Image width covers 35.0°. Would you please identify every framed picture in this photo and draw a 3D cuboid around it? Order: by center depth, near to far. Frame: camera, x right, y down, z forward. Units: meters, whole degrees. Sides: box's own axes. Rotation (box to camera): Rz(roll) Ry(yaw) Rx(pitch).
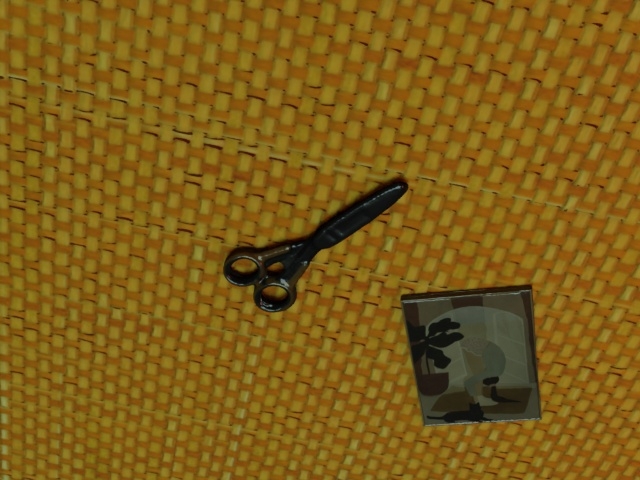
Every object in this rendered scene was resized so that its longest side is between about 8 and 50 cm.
[{"bbox_3d":[0.167,0.131,1.105,0.135,0.010,0.201,-5,129,11],"label":"framed picture"}]

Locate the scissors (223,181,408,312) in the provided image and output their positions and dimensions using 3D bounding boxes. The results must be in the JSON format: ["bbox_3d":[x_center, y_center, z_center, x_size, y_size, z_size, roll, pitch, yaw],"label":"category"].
[{"bbox_3d":[0.000,0.000,1.012,0.220,0.017,0.088,-34,115,29],"label":"scissors"}]
